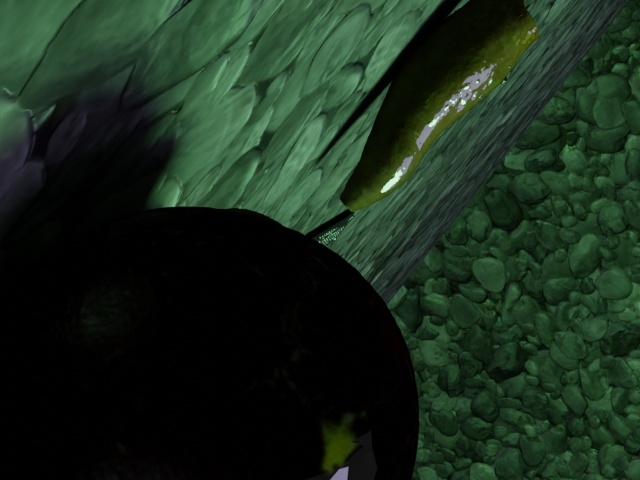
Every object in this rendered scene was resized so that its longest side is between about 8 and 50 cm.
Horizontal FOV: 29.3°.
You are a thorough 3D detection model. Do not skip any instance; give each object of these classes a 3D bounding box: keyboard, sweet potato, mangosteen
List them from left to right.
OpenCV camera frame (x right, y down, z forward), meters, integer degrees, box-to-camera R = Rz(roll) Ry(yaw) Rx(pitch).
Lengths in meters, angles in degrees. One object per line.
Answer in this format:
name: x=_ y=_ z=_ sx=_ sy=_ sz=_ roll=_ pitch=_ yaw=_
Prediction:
mangosteen: x=-0.067 y=0.076 z=0.619 sx=0.228 sy=0.228 sz=0.265 roll=-54 pitch=-157 yaw=28
keyboard: x=0.000 y=0.000 z=1.321 sx=0.053 sy=0.010 sz=0.155 roll=-52 pitch=173 yaw=22
sweet potato: x=0.097 y=-0.125 z=1.016 sx=0.243 sy=0.077 sz=0.077 roll=-47 pitch=172 yaw=-8
